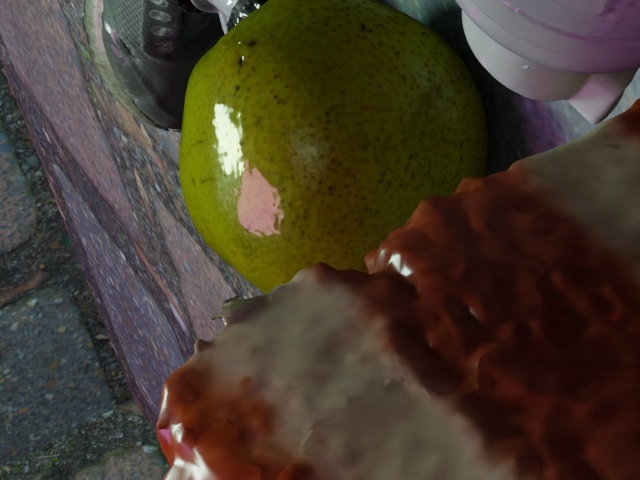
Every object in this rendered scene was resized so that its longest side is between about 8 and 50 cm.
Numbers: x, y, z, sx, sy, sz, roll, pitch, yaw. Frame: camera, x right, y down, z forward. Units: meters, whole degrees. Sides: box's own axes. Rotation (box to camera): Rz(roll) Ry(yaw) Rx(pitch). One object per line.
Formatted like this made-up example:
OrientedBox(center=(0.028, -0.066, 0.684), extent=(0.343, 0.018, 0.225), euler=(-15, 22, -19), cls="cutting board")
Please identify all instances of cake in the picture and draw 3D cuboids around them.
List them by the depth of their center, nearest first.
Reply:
OrientedBox(center=(0.129, 0.140, 0.648), extent=(0.270, 0.319, 0.269), euler=(50, 159, 42), cls="cake")

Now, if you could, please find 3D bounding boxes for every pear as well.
OrientedBox(center=(0.008, -0.053, 0.985), extent=(0.198, 0.198, 0.198), euler=(56, 164, 25), cls="pear")

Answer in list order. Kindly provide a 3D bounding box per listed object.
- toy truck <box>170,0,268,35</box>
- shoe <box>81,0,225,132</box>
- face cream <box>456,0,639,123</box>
OrientedBox(center=(-0.031, -0.141, 1.116), extent=(0.136, 0.111, 0.286), euler=(45, 156, 43), cls="toy truck")
OrientedBox(center=(-0.104, -0.216, 1.242), extent=(0.171, 0.132, 0.336), euler=(34, 147, 44), cls="shoe")
OrientedBox(center=(0.106, -0.137, 0.574), extent=(0.145, 0.145, 0.369), euler=(59, 167, 12), cls="face cream")
